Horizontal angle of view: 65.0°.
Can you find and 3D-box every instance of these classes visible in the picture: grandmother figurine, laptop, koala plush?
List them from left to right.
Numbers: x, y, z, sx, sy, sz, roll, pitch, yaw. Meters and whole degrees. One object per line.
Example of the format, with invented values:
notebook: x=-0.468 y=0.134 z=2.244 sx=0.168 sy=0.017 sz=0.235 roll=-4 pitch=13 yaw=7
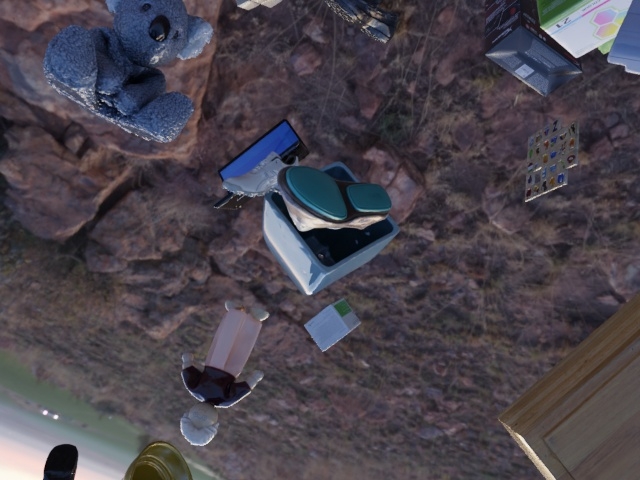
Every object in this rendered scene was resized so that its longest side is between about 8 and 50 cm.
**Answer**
koala plush: x=-0.275 y=-0.285 z=0.749 sx=0.196 sy=0.221 sz=0.203 roll=29 pitch=174 yaw=-33
grandmother figurine: x=-0.249 y=0.321 z=1.230 sx=0.207 sy=0.343 sz=0.104 roll=9 pitch=153 yaw=18
laptop: x=-0.157 y=-0.193 z=1.190 sx=0.137 sy=0.234 sz=0.264 roll=53 pitch=-173 yaw=2

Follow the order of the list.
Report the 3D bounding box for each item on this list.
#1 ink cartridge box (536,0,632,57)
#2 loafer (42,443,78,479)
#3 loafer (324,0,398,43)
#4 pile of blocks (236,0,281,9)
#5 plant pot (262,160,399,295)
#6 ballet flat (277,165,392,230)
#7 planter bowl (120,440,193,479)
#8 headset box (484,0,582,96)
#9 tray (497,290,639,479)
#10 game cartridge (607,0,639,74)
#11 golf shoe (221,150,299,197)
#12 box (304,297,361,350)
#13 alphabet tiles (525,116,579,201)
ink cartridge box: x=0.563 y=-0.425 z=0.939 sx=0.255 sy=0.097 sz=0.188 roll=20 pitch=153 yaw=-31
loafer: x=-0.433 y=0.422 z=0.813 sx=0.062 sy=0.170 sz=0.061 roll=9 pitch=127 yaw=-5
loafer: x=0.090 y=-0.503 z=1.082 sx=0.223 sy=0.078 sz=0.076 roll=9 pitch=-157 yaw=-47
pile of blocks: x=-0.097 y=-0.739 z=1.228 sx=0.149 sy=0.112 sz=0.362 roll=48 pitch=120 yaw=20
plant pot: x=0.000 y=0.000 z=1.283 sx=0.247 sy=0.247 sz=0.252 roll=51 pitch=148 yaw=18
ballet flat: x=0.012 y=-0.057 z=0.899 sx=0.106 sy=0.108 sz=0.316 roll=-31 pitch=157 yaw=33
planter bowl: x=-0.319 y=0.489 z=0.914 sx=0.090 sy=0.217 sz=0.217 roll=-20 pitch=137 yaw=9
headset box: x=0.520 y=-0.540 z=1.244 sx=0.218 sy=0.293 sz=0.110 roll=23 pitch=149 yaw=-23
tray: x=0.438 y=0.163 z=0.596 sx=0.203 sy=0.411 sz=0.076 roll=51 pitch=175 yaw=-4
game cartridge: x=0.543 y=-0.329 z=0.692 sx=0.196 sy=0.294 sz=0.060 roll=24 pitch=156 yaw=22
golf shoe: x=-0.111 y=-0.129 z=0.964 sx=0.069 sy=0.176 sz=0.086 roll=22 pitch=113 yaw=40
box: x=0.033 y=0.221 z=1.328 sx=0.102 sy=0.101 sz=0.087 roll=-40 pitch=80 yaw=20
alphabet tiles: x=0.623 y=-0.227 z=1.361 sx=0.009 sy=0.198 sz=0.237 roll=8 pitch=170 yaw=-6
